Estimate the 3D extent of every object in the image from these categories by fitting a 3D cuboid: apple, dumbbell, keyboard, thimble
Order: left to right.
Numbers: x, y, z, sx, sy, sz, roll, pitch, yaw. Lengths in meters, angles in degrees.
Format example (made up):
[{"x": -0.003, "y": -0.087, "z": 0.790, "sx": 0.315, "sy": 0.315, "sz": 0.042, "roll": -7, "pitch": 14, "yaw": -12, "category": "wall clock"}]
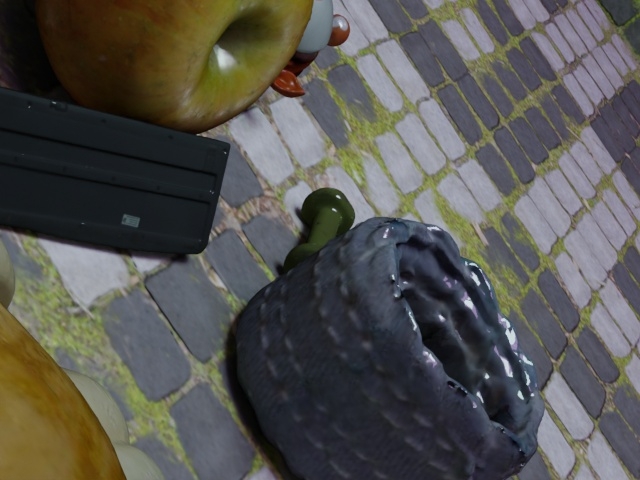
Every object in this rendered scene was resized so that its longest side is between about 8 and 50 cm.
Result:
[{"x": -0.130, "y": -0.043, "z": 1.052, "sx": 0.381, "sy": 0.041, "sz": 0.103, "roll": 12, "pitch": 93, "yaw": -45, "category": "keyboard"}, {"x": -0.120, "y": -0.191, "z": 1.110, "sx": 0.173, "sy": 0.210, "sz": 0.235, "roll": 38, "pitch": 24, "yaw": 23, "category": "apple"}, {"x": 0.000, "y": 0.000, "z": 1.263, "sx": 0.052, "sy": 0.046, "sz": 0.118, "roll": 51, "pitch": 27, "yaw": -22, "category": "dumbbell"}, {"x": 0.059, "y": 0.107, "z": 1.111, "sx": 0.205, "sy": 0.172, "sz": 0.236, "roll": -8, "pitch": 69, "yaw": -57, "category": "thimble"}]

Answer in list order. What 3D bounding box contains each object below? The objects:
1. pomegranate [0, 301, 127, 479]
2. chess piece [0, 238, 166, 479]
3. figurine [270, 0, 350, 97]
[{"x": -0.237, "y": 0.126, "z": 0.489, "sx": 0.338, "sy": 0.338, "sz": 0.338, "roll": 39, "pitch": 32, "yaw": -30, "category": "pomegranate"}, {"x": -0.214, "y": 0.048, "z": 0.762, "sx": 0.167, "sy": 0.167, "sz": 0.299, "roll": 0, "pitch": 56, "yaw": -58, "category": "chess piece"}, {"x": -0.045, "y": -0.231, "z": 1.354, "sx": 0.183, "sy": 0.160, "sz": 0.226, "roll": 34, "pitch": 44, "yaw": -35, "category": "figurine"}]
